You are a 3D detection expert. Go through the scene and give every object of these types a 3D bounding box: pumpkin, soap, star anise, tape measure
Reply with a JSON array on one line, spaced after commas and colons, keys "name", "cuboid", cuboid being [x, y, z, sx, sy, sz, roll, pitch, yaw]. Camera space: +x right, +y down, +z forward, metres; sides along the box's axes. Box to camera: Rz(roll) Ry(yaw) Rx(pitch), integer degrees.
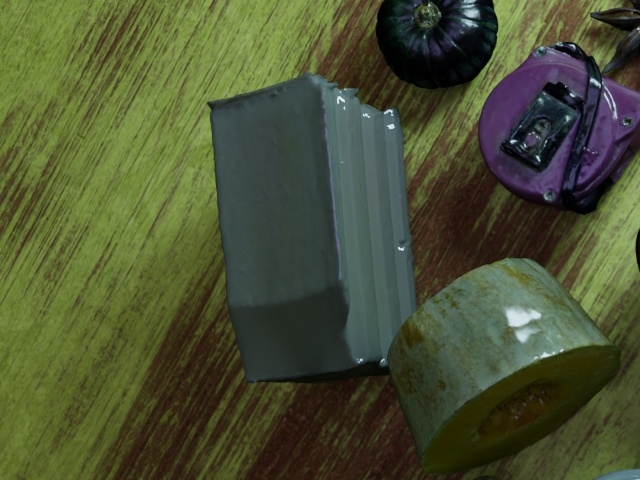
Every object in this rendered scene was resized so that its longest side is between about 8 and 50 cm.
[{"name": "pumpkin", "cuboid": [0.249, 0.175, 1.660, 0.332, 0.332, 0.199, -39, 57, 14]}, {"name": "soap", "cuboid": [0.000, 0.000, 1.759, 0.212, 0.350, 0.435, -9, 83, 21]}, {"name": "star anise", "cuboid": [0.498, -0.329, 1.738, 0.180, 0.061, 0.205, -21, 74, 26]}, {"name": "tape measure", "cuboid": [0.362, -0.171, 1.728, 0.231, 0.149, 0.245, 32, 97, 21]}, {"name": "pumpkin", "cuboid": [0.185, -0.340, 1.831, 0.202, 0.140, 0.202, -2, 83, 20]}]

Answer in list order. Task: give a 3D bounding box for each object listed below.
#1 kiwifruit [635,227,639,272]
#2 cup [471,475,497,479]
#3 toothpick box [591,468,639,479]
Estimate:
[{"name": "kiwifruit", "cuboid": [0.532, 0.015, 1.588, 0.196, 0.234, 0.196, -5, 79, 26]}, {"name": "cup", "cuboid": [0.231, 0.503, 1.686, 0.202, 0.173, 0.255, -38, 66, 13]}, {"name": "toothpick box", "cuboid": [0.434, 0.488, 1.521, 0.263, 0.355, 0.263, -5, 50, 6]}]
